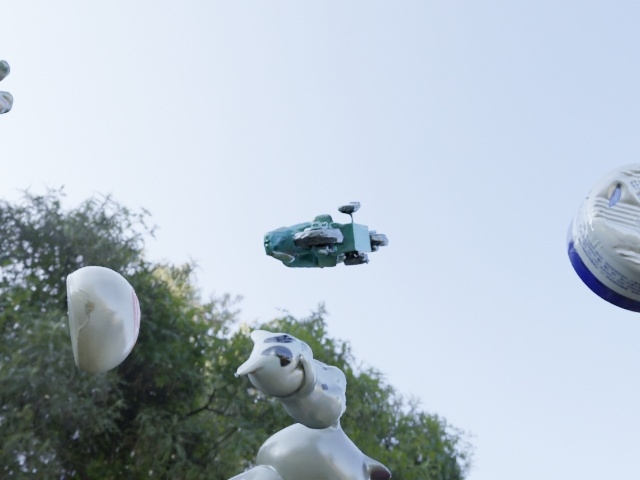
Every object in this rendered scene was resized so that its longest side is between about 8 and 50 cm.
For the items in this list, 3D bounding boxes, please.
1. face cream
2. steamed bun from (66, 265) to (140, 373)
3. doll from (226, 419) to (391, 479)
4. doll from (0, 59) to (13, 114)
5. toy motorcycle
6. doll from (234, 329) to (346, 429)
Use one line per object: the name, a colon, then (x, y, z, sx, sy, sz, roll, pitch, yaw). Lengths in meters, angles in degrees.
face cream: (0.467, -0.008, 0.964, 0.206, 0.205, 0.111, 6, -32, 5)
steamed bun: (-0.465, 0.168, 1.469, 0.145, 0.231, 0.231, -6, -47, -23)
doll: (-0.078, 0.478, 1.190, 0.215, 0.370, 0.226, 50, -34, 2)
doll: (-0.451, -0.163, 0.769, 0.113, 0.275, 0.154, -1, -71, 2)
toy motorcycle: (-0.001, 0.000, 1.224, 0.199, 0.296, 0.109, -8, -95, 19)
doll: (-0.037, 0.218, 1.070, 0.107, 0.110, 0.180, -32, -65, 23)
